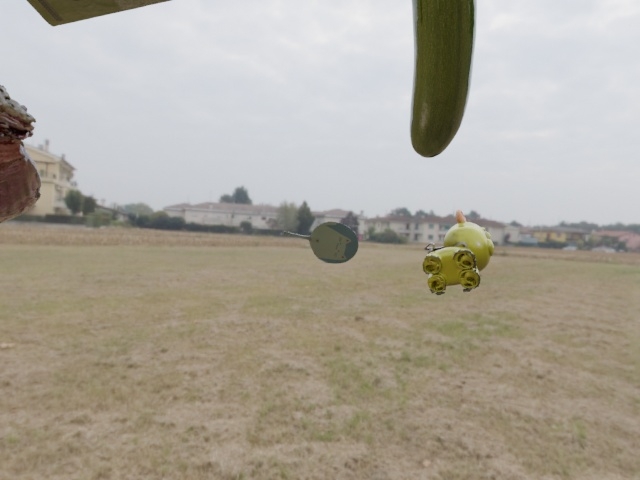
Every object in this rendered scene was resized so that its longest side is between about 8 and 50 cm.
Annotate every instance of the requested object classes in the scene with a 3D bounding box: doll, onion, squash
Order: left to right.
[{"bbox_3d":[-0.500,-0.114,0.582,0.348,0.159,0.267,1,-43,46],"label":"onion"},{"bbox_3d":[0.130,-0.196,0.489,0.069,0.258,0.069,-5,45,5],"label":"squash"},{"bbox_3d":[0.298,0.026,0.963,0.135,0.143,0.221,-12,18,29],"label":"doll"}]

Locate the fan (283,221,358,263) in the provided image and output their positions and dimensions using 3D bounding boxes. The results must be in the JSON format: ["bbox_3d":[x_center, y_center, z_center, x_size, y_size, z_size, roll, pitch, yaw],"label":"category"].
[{"bbox_3d":[0.000,0.000,1.036,0.175,0.113,0.005,13,33,3],"label":"fan"}]

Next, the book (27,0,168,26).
[{"bbox_3d":[-0.486,-0.590,1.006,0.351,0.035,0.239,-16,-8,-4],"label":"book"}]
